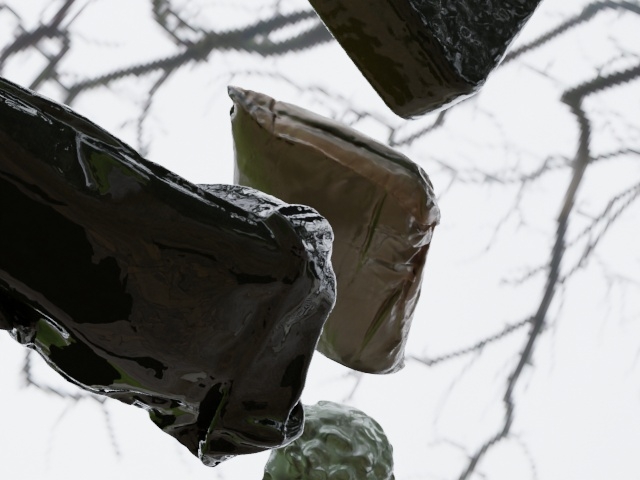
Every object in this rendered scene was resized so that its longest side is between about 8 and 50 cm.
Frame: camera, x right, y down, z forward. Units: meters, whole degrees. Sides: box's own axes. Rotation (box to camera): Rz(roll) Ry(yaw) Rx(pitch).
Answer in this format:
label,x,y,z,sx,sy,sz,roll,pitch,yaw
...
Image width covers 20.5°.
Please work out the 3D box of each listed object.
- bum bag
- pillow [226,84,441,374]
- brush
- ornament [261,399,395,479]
label,x,y,z,sx,sy,sz,roll,pitch,yaw
bum bag,-0.123,-0.019,0.743,0.326,0.080,0.142,34,-60,-19
pillow,0.000,0.000,1.325,0.173,0.067,0.270,23,-33,9
brush,0.034,-0.170,0.890,0.059,0.123,0.197,-16,-60,44
ornament,0.000,0.289,1.614,0.130,0.285,0.120,8,-12,-19
